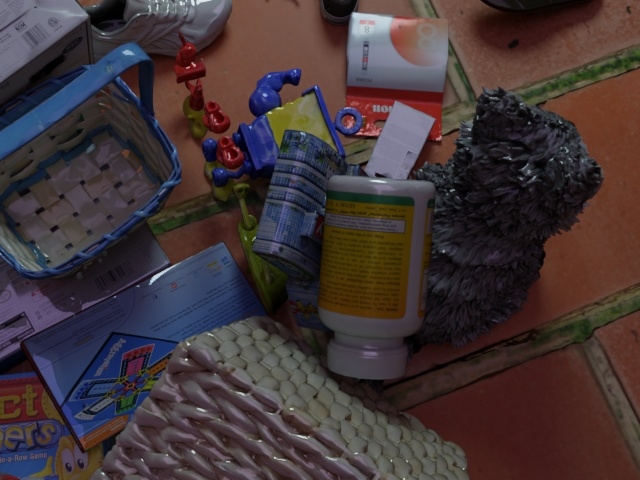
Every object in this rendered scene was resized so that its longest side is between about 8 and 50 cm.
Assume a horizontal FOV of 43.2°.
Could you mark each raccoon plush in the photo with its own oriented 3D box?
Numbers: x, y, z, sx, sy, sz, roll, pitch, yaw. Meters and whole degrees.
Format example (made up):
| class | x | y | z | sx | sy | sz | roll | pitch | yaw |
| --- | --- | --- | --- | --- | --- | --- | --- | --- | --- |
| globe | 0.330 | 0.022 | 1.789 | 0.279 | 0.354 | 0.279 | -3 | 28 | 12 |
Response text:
| class | x | y | z | sx | sy | sz | roll | pitch | yaw |
| --- | --- | --- | --- | --- | --- | --- | --- | --- | --- |
| raccoon plush | 0.164 | 0.042 | 0.941 | 0.216 | 0.299 | 0.446 | 26 | 74 | 4 |

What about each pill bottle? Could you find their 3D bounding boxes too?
| class | x | y | z | sx | sy | sz | roll | pitch | yaw |
| --- | --- | --- | --- | --- | --- | --- | --- | --- | --- |
| pill bottle | 0.058 | 0.037 | 0.869 | 0.117 | 0.117 | 0.208 | 4 | 96 | -2 |

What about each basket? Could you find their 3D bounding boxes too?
| class | x | y | z | sx | sy | sz | roll | pitch | yaw |
| --- | --- | --- | --- | --- | --- | --- | --- | --- | --- |
| basket | -0.286 | -0.078 | 0.893 | 0.254 | 0.289 | 0.201 | -38 | 87 | -17 |
| basket | -0.038 | 0.271 | 0.815 | 0.328 | 0.331 | 0.266 | 33 | 93 | 9 |

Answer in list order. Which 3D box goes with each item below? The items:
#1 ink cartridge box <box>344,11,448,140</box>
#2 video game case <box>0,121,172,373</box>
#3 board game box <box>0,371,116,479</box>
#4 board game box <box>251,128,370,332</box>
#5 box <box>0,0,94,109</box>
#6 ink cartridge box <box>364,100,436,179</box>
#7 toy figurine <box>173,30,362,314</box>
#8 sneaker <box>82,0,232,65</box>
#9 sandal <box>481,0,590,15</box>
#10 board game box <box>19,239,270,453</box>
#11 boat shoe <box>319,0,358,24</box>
| class | x | y | z | sx | sy | sz | roll | pitch | yaw |
| --- | --- | --- | --- | --- | --- | --- | --- | --- | --- |
| ink cartridge box | 0.107 | -0.236 | 1.157 | 0.145 | 0.045 | 0.179 | 4 | 70 | -1 |
| video game case | -0.367 | 0.004 | 1.047 | 0.269 | 0.061 | 0.244 | -30 | 78 | -12 |
| board game box | -0.393 | 0.314 | 0.939 | 0.308 | 0.086 | 0.302 | -6 | 74 | -5 |
| board game box | 0.000 | 0.000 | 0.942 | 0.060 | 0.194 | 0.194 | 6 | 75 | 27 |
| box | -0.369 | -0.208 | 0.988 | 0.169 | 0.290 | 0.087 | -42 | 95 | -13 |
| ink cartridge box | 0.108 | -0.129 | 1.127 | 0.063 | 0.029 | 0.115 | 25 | 88 | 4 |
| toy figurine | -0.032 | -0.114 | 1.044 | 0.217 | 0.191 | 0.363 | -19 | 76 | -13 |
| sneaker | -0.233 | -0.309 | 1.122 | 0.232 | 0.115 | 0.090 | -21 | 75 | -9 |
| sandal | 0.319 | -0.376 | 1.207 | 0.219 | 0.060 | 0.090 | -12 | 80 | -22 |
| board game box | -0.197 | 0.119 | 0.980 | 0.281 | 0.027 | 0.145 | -28 | 82 | -33 |
| boat shoe | 0.033 | -0.431 | 1.197 | 0.077 | 0.070 | 0.219 | -1 | 73 | -4 |
